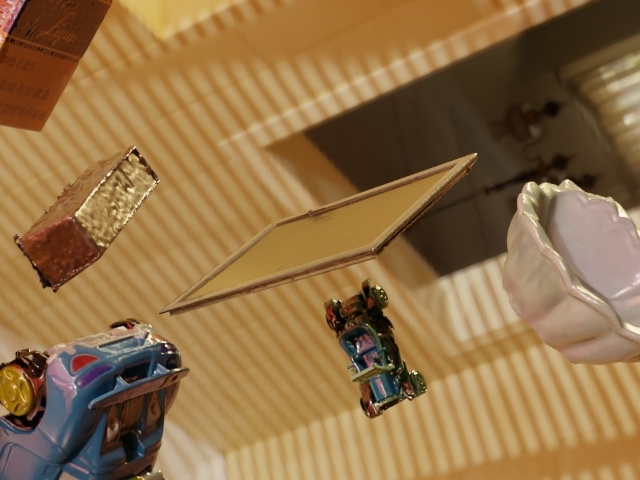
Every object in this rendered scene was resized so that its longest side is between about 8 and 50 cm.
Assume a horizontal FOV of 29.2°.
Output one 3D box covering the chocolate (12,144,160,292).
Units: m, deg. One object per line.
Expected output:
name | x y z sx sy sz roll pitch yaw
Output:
chocolate | -0.364 -0.044 1.984 0.112 0.112 0.321 57 -155 -16

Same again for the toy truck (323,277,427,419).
toy truck | 0.051 0.125 1.409 0.078 0.080 0.154 11 -128 -60

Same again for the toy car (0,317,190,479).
toy car | -0.253 0.228 1.303 0.166 0.314 0.198 38 -153 26

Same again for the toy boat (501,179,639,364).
toy boat | 0.243 0.034 1.137 0.199 0.100 0.290 40 -155 -1

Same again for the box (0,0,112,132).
box | -0.280 -0.228 1.210 0.070 0.237 0.152 35 -171 14

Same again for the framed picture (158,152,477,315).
framed picture | 0.000 0.000 1.266 0.232 0.296 0.019 -40 -73 -48
